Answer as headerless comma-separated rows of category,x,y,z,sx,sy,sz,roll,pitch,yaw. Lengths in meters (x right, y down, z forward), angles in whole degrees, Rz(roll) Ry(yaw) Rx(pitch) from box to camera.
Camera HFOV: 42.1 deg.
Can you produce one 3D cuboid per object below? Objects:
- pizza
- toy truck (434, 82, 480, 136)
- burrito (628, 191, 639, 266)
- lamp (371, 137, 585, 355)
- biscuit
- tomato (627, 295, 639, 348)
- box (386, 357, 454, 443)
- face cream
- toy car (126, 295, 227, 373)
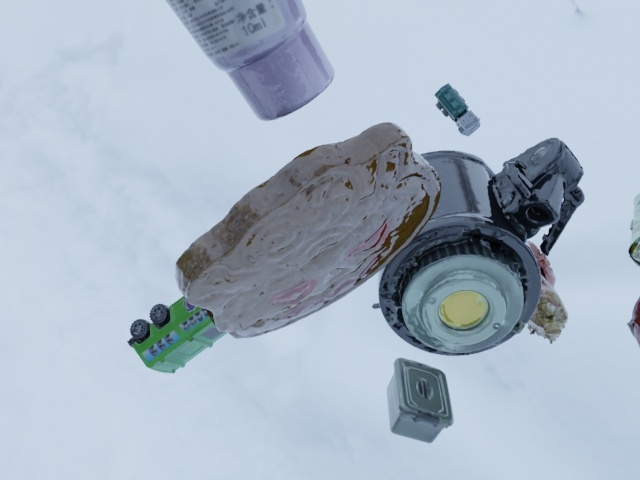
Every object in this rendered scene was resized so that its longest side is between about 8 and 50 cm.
pizza,0.423,0.073,1.715,0.130,0.440,0.406,-36,35,7
toy truck,0.212,-0.203,1.289,0.039,0.044,0.083,-39,82,5
burrito,0.492,-0.006,1.207,0.054,0.104,0.288,-31,7,28
lamp,0.164,0.023,1.106,0.374,0.205,0.272,-27,29,38
biscuit,0.001,0.001,0.828,0.273,0.257,0.049,-37,63,-2
tomato,0.423,0.111,0.890,0.167,0.167,0.167,-17,45,18
box,0.200,0.340,1.737,0.172,0.124,0.092,-88,19,-58
face cream,-0.092,-0.242,0.756,0.154,0.273,0.096,-16,31,32
toy car,-0.145,0.092,0.978,0.165,0.071,0.062,-36,65,9
